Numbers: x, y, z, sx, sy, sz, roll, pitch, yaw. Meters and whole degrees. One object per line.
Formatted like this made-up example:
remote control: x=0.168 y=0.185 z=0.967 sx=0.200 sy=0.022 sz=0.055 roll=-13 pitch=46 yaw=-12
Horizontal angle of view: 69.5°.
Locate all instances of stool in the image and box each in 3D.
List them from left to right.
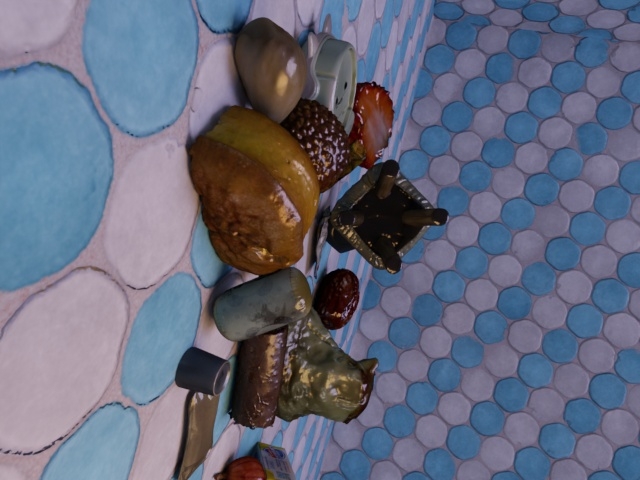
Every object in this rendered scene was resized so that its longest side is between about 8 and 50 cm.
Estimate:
stool: x=0.226 y=-0.082 z=1.543 sx=0.310 sy=0.310 sz=0.226 roll=-47 pitch=-175 yaw=-1

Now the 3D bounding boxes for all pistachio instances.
pistachio: x=-0.087 y=-0.293 z=0.806 sx=0.124 sy=0.124 sz=0.185 roll=-61 pitch=166 yaw=-47

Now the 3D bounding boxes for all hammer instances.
hammer: x=-0.119 y=0.094 z=1.014 sx=0.305 sy=0.201 sz=0.113 roll=-97 pitch=167 yaw=-70

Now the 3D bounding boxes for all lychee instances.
lychee: x=-0.026 y=-0.189 z=0.987 sx=0.200 sy=0.199 sz=0.238 roll=-63 pitch=149 yaw=-42

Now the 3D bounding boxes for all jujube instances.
jujube: x=0.063 y=0.225 z=1.808 sx=0.243 sy=0.183 sz=0.183 roll=-58 pitch=158 yaw=-33

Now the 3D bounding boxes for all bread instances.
bread: x=-0.096 y=-0.068 z=0.841 sx=0.340 sy=0.178 sz=0.195 roll=88 pitch=20 yaw=-50

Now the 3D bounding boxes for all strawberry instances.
strawberry: x=0.128 y=-0.396 z=1.529 sx=0.265 sy=0.149 sz=0.336 roll=-67 pitch=154 yaw=-10

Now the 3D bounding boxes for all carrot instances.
carrot: x=0.043 y=-0.196 z=1.272 sx=0.228 sy=0.069 sz=0.069 roll=-33 pitch=-156 yaw=46

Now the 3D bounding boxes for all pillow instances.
pillow: x=-0.251 y=0.394 z=0.973 sx=0.130 sy=0.033 sz=0.218 roll=-24 pitch=127 yaw=-69

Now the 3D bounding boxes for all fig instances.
fig: x=-0.213 y=0.647 z=1.217 sx=0.150 sy=0.128 sz=0.129 roll=-8 pitch=114 yaw=-46

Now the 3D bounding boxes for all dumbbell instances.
dumbbell: x=0.125 y=-0.053 z=1.814 sx=0.144 sy=0.156 sz=0.316 roll=-49 pitch=175 yaw=19

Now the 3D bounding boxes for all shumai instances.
shumai: x=0.006 y=0.399 z=1.409 sx=0.324 sy=0.323 sz=0.398 roll=-55 pitch=155 yaw=-52

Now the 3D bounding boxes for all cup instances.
cup: x=-0.218 y=0.257 z=0.879 sx=0.100 sy=0.077 sz=0.078 roll=89 pitch=20 yaw=-48

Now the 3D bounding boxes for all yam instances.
yam: x=-0.148 y=0.323 z=1.135 sx=0.131 sy=0.130 sz=0.280 roll=-29 pitch=131 yaw=-72

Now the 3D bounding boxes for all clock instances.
clock: x=0.013 y=-0.365 z=1.134 sx=0.324 sy=0.108 sz=0.265 roll=89 pitch=21 yaw=-46

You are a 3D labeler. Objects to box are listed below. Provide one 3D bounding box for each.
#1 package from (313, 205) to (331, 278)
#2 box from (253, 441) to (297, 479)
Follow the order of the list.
package: x=0.000 y=0.000 z=1.579 sx=0.166 sy=0.040 sz=0.232 roll=-74 pitch=175 yaw=-59
box: x=-0.151 y=0.733 z=1.363 sx=0.265 sy=0.097 sz=0.169 roll=165 pitch=-60 yaw=-76
